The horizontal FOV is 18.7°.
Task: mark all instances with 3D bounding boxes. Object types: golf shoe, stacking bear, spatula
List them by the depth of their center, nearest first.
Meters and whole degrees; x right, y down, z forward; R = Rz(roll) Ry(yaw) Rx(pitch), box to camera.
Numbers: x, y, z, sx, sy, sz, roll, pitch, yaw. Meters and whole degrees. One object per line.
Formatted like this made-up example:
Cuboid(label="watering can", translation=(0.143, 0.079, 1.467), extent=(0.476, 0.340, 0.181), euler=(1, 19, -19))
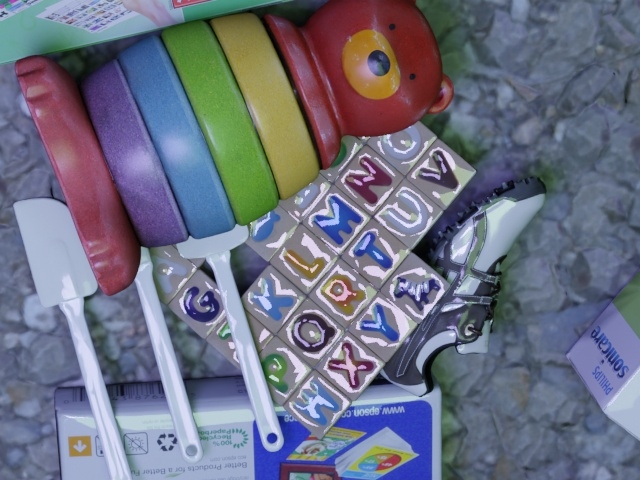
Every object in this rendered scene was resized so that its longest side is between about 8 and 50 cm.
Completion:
Cuboid(label="stacking bear", translation=(-0.050, -0.094, 1.394), extent=(0.289, 0.164, 0.175), euler=(-21, 91, -3))
Cuboid(label="spatula", translation=(-0.121, 0.063, 1.476), extent=(0.168, 0.019, 0.242), euler=(-17, 88, -3))
Cuboid(label="golf shoe", translation=(0.116, 0.036, 1.499), extent=(0.198, 0.077, 0.094), euler=(-46, 76, 15))

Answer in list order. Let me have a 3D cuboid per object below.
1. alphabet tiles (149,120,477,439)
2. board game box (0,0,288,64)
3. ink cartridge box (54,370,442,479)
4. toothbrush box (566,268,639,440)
Cuboid(label="alphabet tiles", translation=(0.000, 0.000, 1.478), extent=(0.198, 0.009, 0.237), euler=(41, 100, 7))
Cuboid(label="board game box", translation=(-0.149, -0.253, 1.394), extent=(0.317, 0.046, 0.214), euler=(-13, 110, -4))
Cuboid(label="ink cartridge box", translation=(-0.054, 0.258, 1.573), extent=(0.303, 0.072, 0.307), euler=(-4, 111, -8))
Cuboid(label="toothbrush box", translation=(0.371, 0.063, 1.534), extent=(0.206, 0.122, 0.283), euler=(35, 100, -18))
